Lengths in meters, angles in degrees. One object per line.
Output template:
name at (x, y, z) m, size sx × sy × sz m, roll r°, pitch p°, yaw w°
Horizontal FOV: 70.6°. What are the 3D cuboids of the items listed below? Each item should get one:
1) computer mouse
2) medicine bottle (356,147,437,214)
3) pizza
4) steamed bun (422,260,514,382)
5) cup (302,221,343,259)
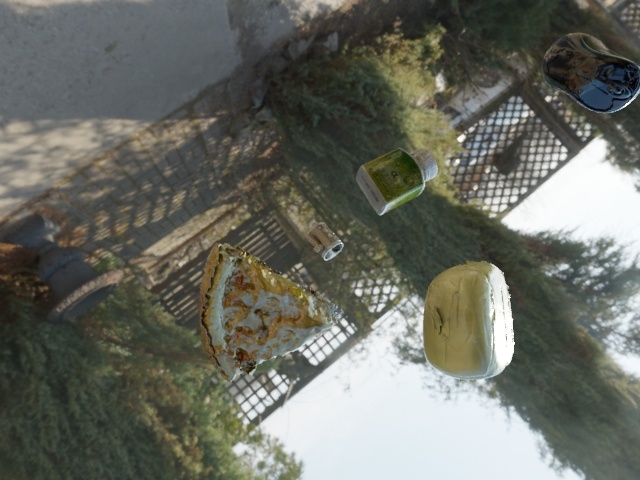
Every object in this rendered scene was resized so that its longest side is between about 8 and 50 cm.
computer mouse at (0.646, -0.403, 1.088) m, size 0.096 × 0.233 × 0.137 m, roll -34°, pitch 152°, yaw -40°
medicine bottle at (0.208, -0.169, 1.200) m, size 0.189 × 0.132 × 0.088 m, roll -28°, pitch 165°, yaw -14°
pizza at (-0.210, 0.252, 1.334) m, size 0.391 × 0.435 × 0.080 m, roll -53°, pitch -165°, yaw 15°
steamed bun at (0.304, 0.162, 0.956) m, size 0.166 × 0.231 × 0.273 m, roll -9°, pitch 178°, yaw 32°
cup at (-0.001, 0.005, 1.359) m, size 0.102 × 0.099 × 0.074 m, roll -25°, pitch 152°, yaw -32°
